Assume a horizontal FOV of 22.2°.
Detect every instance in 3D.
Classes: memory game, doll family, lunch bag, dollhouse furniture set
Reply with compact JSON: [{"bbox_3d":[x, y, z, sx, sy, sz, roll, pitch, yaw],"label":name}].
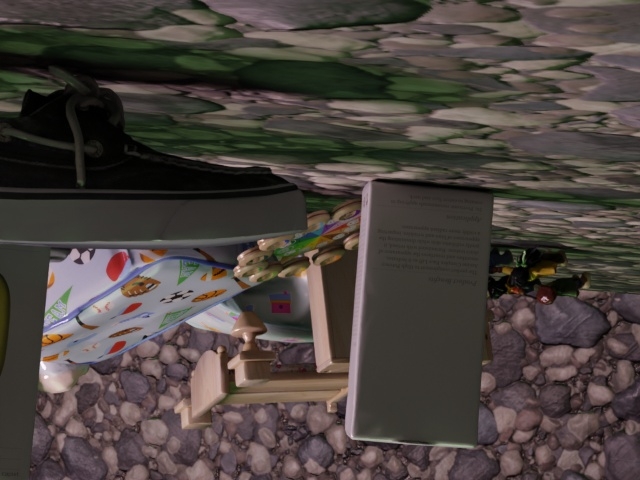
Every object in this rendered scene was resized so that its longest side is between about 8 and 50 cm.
[{"bbox_3d":[0.000,0.000,1.614,0.186,0.012,0.186,-21,165,-6],"label":"memory game"},{"bbox_3d":[0.255,0.045,2.143,0.193,0.076,0.111,-5,-170,42],"label":"doll family"},{"bbox_3d":[-0.206,0.039,1.716,0.303,0.115,0.243,-25,164,27],"label":"lunch bag"},{"bbox_3d":[-0.067,0.056,2.168,0.262,0.160,0.223,0,180,-26],"label":"lunch bag"},{"bbox_3d":[0.003,0.113,2.044,0.303,0.174,0.355,1,162,-21],"label":"dollhouse furniture set"}]

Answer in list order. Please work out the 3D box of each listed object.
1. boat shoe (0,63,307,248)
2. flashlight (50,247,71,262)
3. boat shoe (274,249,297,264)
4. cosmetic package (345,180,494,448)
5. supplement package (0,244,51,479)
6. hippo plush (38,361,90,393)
[{"bbox_3d":[-0.157,-0.049,0.970,0.306,0.105,0.113,2,178,-9],"label":"boat shoe"},{"bbox_3d":[-0.379,-0.040,1.498,0.304,0.103,0.103,6,180,-28],"label":"flashlight"},{"bbox_3d":[-0.160,0.012,1.915,0.302,0.113,0.103,1,169,38],"label":"boat shoe"},{"bbox_3d":[0.088,0.067,1.472,0.117,0.231,0.085,6,177,-3],"label":"cosmetic package"},{"bbox_3d":[-0.333,0.086,1.323,0.194,0.203,0.149,6,176,-20],"label":"supplement package"},{"bbox_3d":[-0.365,0.060,1.903,0.234,0.294,0.236,5,165,-11],"label":"hippo plush"}]
